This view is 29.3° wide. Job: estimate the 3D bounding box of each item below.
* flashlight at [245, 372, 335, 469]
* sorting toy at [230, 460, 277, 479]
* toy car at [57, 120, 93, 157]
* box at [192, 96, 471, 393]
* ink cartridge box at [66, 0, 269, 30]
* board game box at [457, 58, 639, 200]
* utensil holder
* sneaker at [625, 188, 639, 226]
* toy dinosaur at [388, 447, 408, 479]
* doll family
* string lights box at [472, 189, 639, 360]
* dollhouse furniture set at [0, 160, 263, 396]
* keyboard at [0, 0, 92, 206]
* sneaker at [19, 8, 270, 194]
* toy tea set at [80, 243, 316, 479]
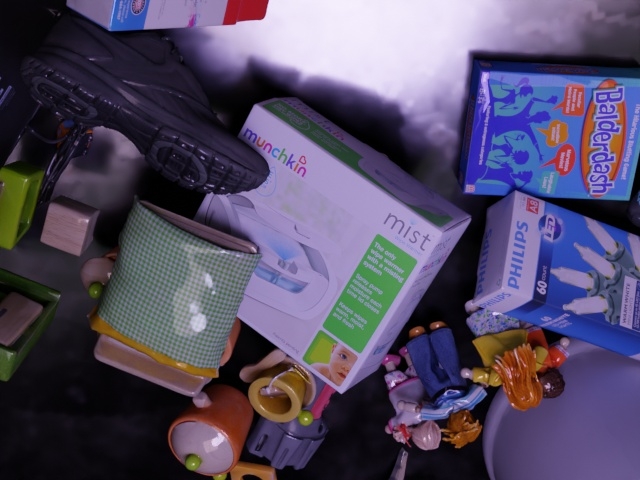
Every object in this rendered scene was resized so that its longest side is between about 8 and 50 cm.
[{"bbox_3d":[0.019,0.162,1.575,0.103,0.103,0.304,33,116,12],"label":"flashlight"},{"bbox_3d":[-0.073,0.446,1.686,0.196,0.047,0.347,-5,122,25],"label":"sorting toy"},{"bbox_3d":[-0.258,-0.136,1.449,0.122,0.060,0.040,-21,72,-12],"label":"toy car"},{"bbox_3d":[0.000,0.000,1.419,0.262,0.127,0.231,36,112,13],"label":"box"},{"bbox_3d":[-0.148,-0.302,1.305,0.231,0.078,0.134,-14,127,-48],"label":"ink cartridge box"},{"bbox_3d":[0.281,-0.132,1.476,0.210,0.047,0.160,1,116,-6],"label":"board game box"},{"bbox_3d":[0.399,0.345,1.528,0.328,0.385,0.327,-2,116,-4],"label":"utensil holder"},{"bbox_3d":[0.503,-0.049,1.520,0.267,0.101,0.106,5,156,-20],"label":"sneaker"},{"bbox_3d":[0.052,0.415,1.715,0.268,0.064,0.118,-40,105,11],"label":"toy dinosaur"},{"bbox_3d":[0.185,0.168,1.529,0.263,0.163,0.118,-25,149,9],"label":"doll family"},{"bbox_3d":[0.324,0.048,1.506,0.260,0.133,0.077,19,157,-17],"label":"string lights box"},{"bbox_3d":[-0.243,0.062,1.343,0.302,0.151,0.197,21,114,2],"label":"dollhouse furniture set"},{"bbox_3d":[-0.347,-0.144,1.403,0.201,0.033,0.317,40,109,7],"label":"keyboard"},{"bbox_3d":[-0.170,-0.154,1.314,0.286,0.130,0.109,32,154,-16],"label":"sneaker"},{"bbox_3d":[-0.176,0.155,1.496,0.336,0.124,0.200,42,127,-8],"label":"toy tea set"}]
